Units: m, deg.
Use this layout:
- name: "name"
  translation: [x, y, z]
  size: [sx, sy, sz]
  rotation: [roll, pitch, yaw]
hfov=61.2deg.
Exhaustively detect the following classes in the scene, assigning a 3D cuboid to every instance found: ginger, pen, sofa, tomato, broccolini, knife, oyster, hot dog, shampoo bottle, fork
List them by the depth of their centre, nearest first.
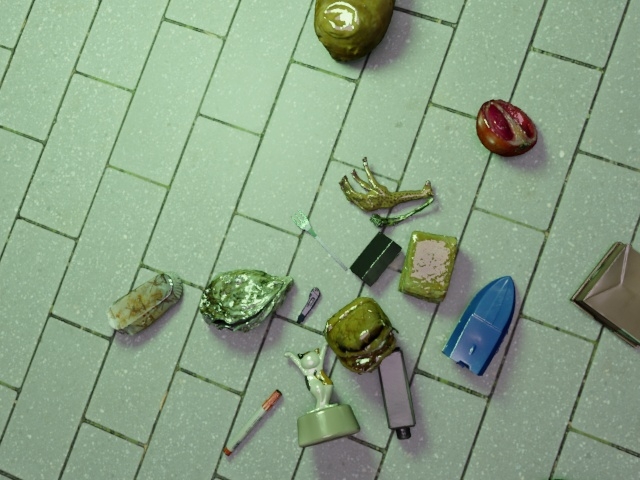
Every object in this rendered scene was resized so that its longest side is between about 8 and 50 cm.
- name: "shampoo bottle"
  translation: [0.213, 0.428, 1.515]
  size: [0.079, 0.080, 0.246]
  rotation: [-10, 85, 6]
- name: "tomato"
  translation: [0.512, -0.309, 1.537]
  size: [0.189, 0.099, 0.173]
  rotation: [-9, 65, -33]
- name: "ginger"
  translation: [0.111, -0.644, 1.549]
  size: [0.269, 0.200, 0.223]
  rotation: [-18, 82, 5]
- name: "sofa"
  translation: [0.162, 0.055, 1.564]
  size: [0.060, 0.085, 0.147]
  rotation: [39, 90, -33]
- name: "broccolini"
  translation: [0.239, -0.078, 1.573]
  size: [0.194, 0.052, 0.054]
  rotation: [-22, 49, 3]
- name: "pen"
  translation: [-0.198, 0.531, 1.578]
  size: [0.028, 0.028, 0.239]
  rotation: [41, 91, 8]
- name: "oyster"
  translation: [-0.219, 0.177, 1.578]
  size: [0.267, 0.112, 0.199]
  rotation: [3, 65, 14]
- name: "knife"
  translation: [-0.037, 0.192, 1.592]
  size: [0.031, 0.018, 0.121]
  rotation: [32, 90, 1]
- name: "fork"
  translation: [0.000, 0.000, 1.601]
  size: [0.039, 0.021, 0.235]
  rotation: [-44, 82, 4]
- name: "hot dog"
  translation: [-0.525, 0.188, 1.624]
  size: [0.252, 0.069, 0.131]
  rotation: [-36, 74, 0]

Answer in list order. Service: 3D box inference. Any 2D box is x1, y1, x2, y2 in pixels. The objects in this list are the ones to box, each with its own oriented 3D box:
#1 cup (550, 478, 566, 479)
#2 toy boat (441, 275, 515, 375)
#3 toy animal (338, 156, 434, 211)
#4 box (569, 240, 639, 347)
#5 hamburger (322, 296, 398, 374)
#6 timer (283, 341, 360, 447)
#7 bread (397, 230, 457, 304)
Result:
- name: "cup"
  translation: [0.662, 0.710, 1.397]
  size: [0.223, 0.176, 0.169]
  rotation: [-31, 80, 4]
- name: "toy boat"
  translation: [0.461, 0.224, 1.508]
  size: [0.129, 0.088, 0.295]
  rotation: [31, 79, 8]
- name: "toy animal"
  translation: [0.188, -0.144, 1.576]
  size: [0.275, 0.054, 0.149]
  rotation: [21, 86, 8]
- name: "box"
  translation: [0.837, 0.148, 1.466]
  size: [0.215, 0.086, 0.215]
  rotation: [38, 91, 8]
- name: "hamburger"
  translation: [0.106, 0.251, 1.489]
  size: [0.183, 0.130, 0.206]
  rotation: [-36, 45, -3]
- name: "timer"
  translation: [-0.004, 0.425, 1.521]
  size: [0.175, 0.175, 0.266]
  rotation: [-17, 68, 5]
- name: "bread"
  translation: [0.302, 0.073, 1.523]
  size: [0.138, 0.102, 0.197]
  rotation: [15, 89, 10]
